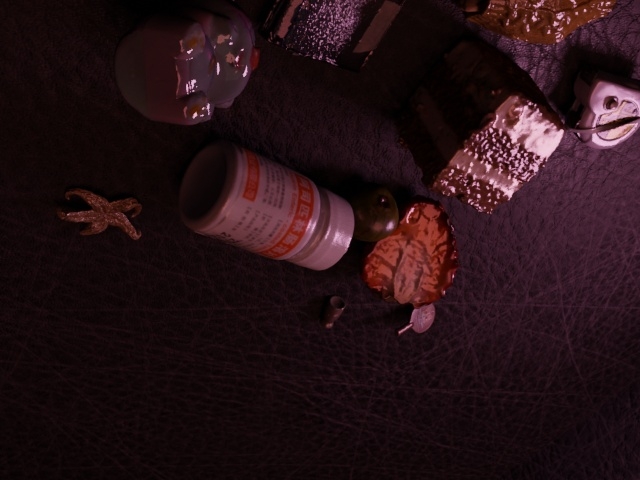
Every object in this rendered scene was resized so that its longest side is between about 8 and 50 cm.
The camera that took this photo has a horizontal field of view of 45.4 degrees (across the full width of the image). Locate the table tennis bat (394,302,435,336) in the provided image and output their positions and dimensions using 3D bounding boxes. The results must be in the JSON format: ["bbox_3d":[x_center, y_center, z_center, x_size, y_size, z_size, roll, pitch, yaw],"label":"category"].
[{"bbox_3d":[0.263,0.236,2.393,0.170,0.119,0.108,-28,118,-31],"label":"table tennis bat"}]

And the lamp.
[{"bbox_3d":[-0.248,-0.328,1.361,0.247,0.301,0.247,8,118,19],"label":"lamp"}]

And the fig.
[{"bbox_3d":[0.080,-0.049,1.932,0.151,0.151,0.259,16,150,-37],"label":"fig"}]

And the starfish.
[{"bbox_3d":[-0.480,-0.050,1.703,0.150,0.053,0.209,-32,140,16],"label":"starfish"}]

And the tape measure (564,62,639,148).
[{"bbox_3d":[0.722,-0.326,1.924,0.236,0.120,0.197,7,125,-24],"label":"tape measure"}]

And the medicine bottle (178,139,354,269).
[{"bbox_3d":[-0.117,-0.070,1.733,0.371,0.211,0.211,22,122,-39],"label":"medicine bottle"}]

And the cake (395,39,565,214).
[{"bbox_3d":[0.364,-0.254,1.732,0.282,0.256,0.290,20,127,-40],"label":"cake"}]

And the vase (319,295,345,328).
[{"bbox_3d":[0.033,0.210,2.222,0.053,0.053,0.101,0,137,-26],"label":"vase"}]

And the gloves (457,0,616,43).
[{"bbox_3d":[0.457,-0.508,1.582,0.356,0.155,0.203,-9,133,-11],"label":"gloves"}]

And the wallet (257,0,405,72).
[{"bbox_3d":[0.031,-0.460,1.509,0.262,0.071,0.221,11,124,-38],"label":"wallet"}]

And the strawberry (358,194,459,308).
[{"bbox_3d":[0.243,0.018,2.056,0.265,0.149,0.336,10,121,-6],"label":"strawberry"}]
